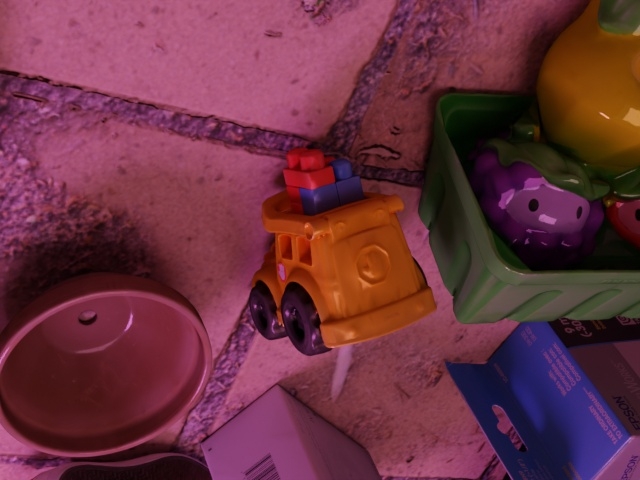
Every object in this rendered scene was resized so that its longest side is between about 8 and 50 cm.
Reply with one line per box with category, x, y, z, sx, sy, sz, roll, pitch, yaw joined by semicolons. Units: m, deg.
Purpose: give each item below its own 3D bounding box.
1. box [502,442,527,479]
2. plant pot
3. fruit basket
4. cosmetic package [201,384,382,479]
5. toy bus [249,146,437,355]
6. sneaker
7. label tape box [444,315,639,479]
box;0.399;0.402;1.678;0.296;0.183;0.294;25;120;7
plant pot;-0.245;0.115;1.291;0.237;0.109;0.237;-13;130;-16
fruit basket;0.316;-0.091;1.295;0.392;0.282;0.392;-12;148;-8
cosmetic package;-0.007;0.341;1.504;0.138;0.224;0.225;-38;133;9
toy bus;0.000;0.000;1.280;0.149;0.220;0.211;-20;103;-24
sneaker;-0.247;0.319;1.488;0.123;0.105;0.290;-17;154;39
label tape box;0.373;0.197;1.541;0.348;0.249;0.115;-1;127;-24
